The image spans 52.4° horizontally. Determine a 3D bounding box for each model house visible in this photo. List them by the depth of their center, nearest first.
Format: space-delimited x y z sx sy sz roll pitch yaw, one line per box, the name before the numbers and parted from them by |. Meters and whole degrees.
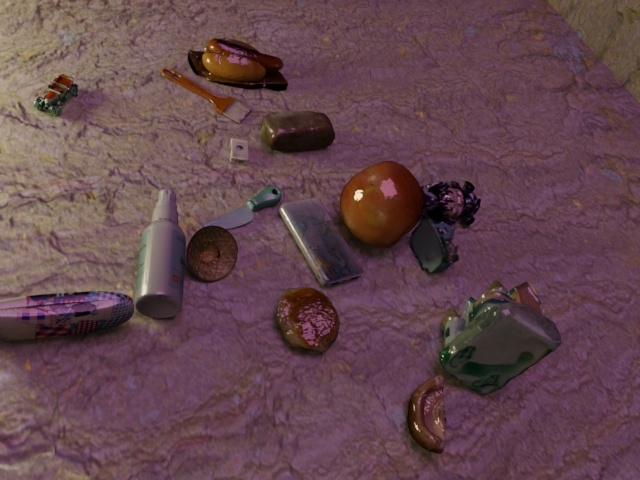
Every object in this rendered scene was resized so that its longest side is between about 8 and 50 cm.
model house | 0.453 0.197 1.741 0.194 0.267 0.324 32 34 -14
model house | 0.365 0.012 1.942 0.149 0.119 0.148 -7 56 -36

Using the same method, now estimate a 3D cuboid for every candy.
candy | -0.072 -0.344 2.045 0.234 0.102 0.104 -11 59 -27

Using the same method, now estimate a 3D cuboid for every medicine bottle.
medicine bottle | -0.390 0.018 1.613 0.110 0.110 0.351 8 51 -17

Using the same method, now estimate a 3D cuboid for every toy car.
toy car | -0.750 -0.414 1.847 0.073 0.054 0.143 22 47 -4

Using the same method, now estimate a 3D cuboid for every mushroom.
mushroom | 0.260 0.421 1.589 0.094 0.072 0.209 18 45 -11

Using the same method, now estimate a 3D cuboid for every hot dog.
hot dog | -0.265 -0.608 2.172 0.326 0.107 0.194 -4 55 -26

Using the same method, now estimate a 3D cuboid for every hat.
hat | -0.293 0.031 1.682 0.146 0.067 0.145 -3 96 -35

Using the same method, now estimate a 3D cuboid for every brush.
brush | -0.373 -0.473 2.080 0.315 0.017 0.090 29 48 3

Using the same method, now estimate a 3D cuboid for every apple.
apple | 0.186 -0.099 1.877 0.254 0.253 0.253 12 50 -14

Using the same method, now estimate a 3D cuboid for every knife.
knife | -0.210 -0.079 1.827 0.260 0.034 0.063 -34 78 -32

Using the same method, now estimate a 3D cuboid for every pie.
pie | -0.031 0.197 1.646 0.163 0.079 0.193 -14 59 -27

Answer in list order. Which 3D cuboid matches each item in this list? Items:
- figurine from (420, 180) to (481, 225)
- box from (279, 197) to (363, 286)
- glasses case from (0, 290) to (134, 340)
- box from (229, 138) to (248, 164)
figurine | 0.386 -0.125 2.051 0.223 0.145 0.145 3 52 -33
box | 0.000 0.000 1.840 0.142 0.044 0.285 -12 59 -35
glasses case | -0.573 0.163 1.410 0.328 0.125 0.076 -3 64 -25
box | -0.246 -0.268 1.963 0.054 0.024 0.083 6 52 -16
